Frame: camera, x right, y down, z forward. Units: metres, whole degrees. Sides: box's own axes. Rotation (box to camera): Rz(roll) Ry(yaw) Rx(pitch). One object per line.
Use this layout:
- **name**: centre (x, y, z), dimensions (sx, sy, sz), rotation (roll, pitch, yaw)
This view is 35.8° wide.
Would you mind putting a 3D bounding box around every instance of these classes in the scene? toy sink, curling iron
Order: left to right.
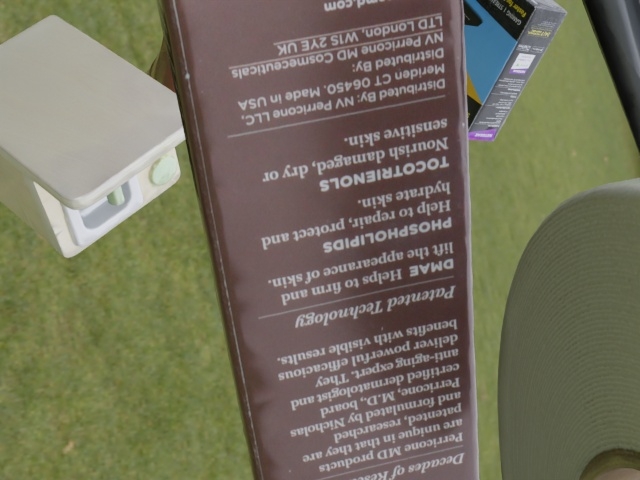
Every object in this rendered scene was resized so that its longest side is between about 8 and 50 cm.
- **toy sink**: centre (-0.233, -0.088, 0.957), dimensions (0.153, 0.234, 0.131), rotation (-41, 148, -26)
- **curling iron**: centre (0.116, -0.153, 0.461), dimensions (0.068, 0.035, 0.274), rotation (-15, 88, -44)

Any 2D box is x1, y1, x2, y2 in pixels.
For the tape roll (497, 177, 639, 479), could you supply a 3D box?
- **tape roll**: centre (0.158, 0.164, 0.324), dimensions (0.392, 0.072, 0.392), rotation (169, -90, -83)

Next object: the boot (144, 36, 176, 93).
- **boot**: centre (-0.216, -0.329, 1.470), dimensions (0.264, 0.096, 0.280), rotation (-115, -153, -68)

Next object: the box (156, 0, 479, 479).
- **box**: centre (0.000, 0.000, 0.577), dimensions (0.191, 0.143, 0.381), rotation (-113, -165, -58)

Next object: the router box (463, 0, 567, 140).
- **router box**: centre (0.123, -0.194, 0.888), dimensions (0.046, 0.133, 0.179), rotation (-1, 41, -36)
